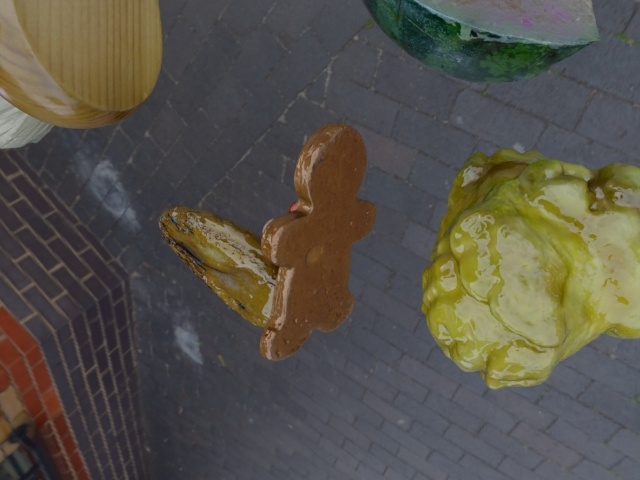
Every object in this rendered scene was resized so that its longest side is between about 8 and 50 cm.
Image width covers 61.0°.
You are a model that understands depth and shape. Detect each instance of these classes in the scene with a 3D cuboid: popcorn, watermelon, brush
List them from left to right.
[{"bbox_3d":[-0.252,-0.224,0.482,0.166,0.174,0.267,-1,84,26],"label":"brush"},{"bbox_3d":[0.166,-0.333,0.749,0.318,0.293,0.222,3,163,0],"label":"watermelon"},{"bbox_3d":[0.195,0.023,0.471,0.203,0.226,0.201,16,110,22],"label":"popcorn"}]

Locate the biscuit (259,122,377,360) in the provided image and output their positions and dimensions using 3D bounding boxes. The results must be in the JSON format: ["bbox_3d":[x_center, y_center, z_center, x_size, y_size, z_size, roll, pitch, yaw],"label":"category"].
[{"bbox_3d":[-0.002,-0.001,0.737,0.049,0.205,0.324,28,125,35],"label":"biscuit"}]

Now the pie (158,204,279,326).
[{"bbox_3d":[-0.147,0.036,0.846,0.273,0.069,0.273,27,150,17],"label":"pie"}]
